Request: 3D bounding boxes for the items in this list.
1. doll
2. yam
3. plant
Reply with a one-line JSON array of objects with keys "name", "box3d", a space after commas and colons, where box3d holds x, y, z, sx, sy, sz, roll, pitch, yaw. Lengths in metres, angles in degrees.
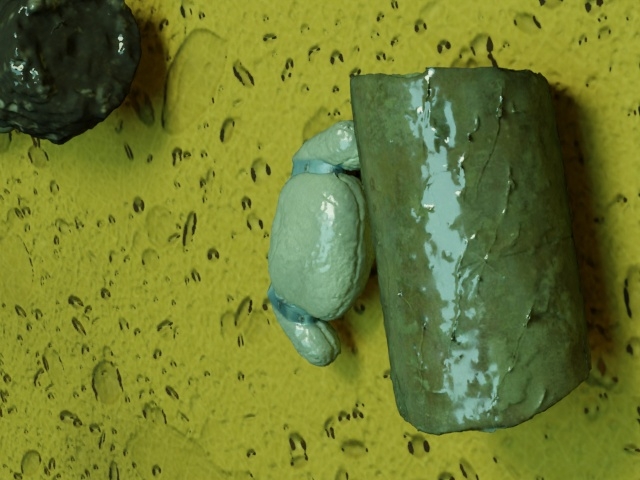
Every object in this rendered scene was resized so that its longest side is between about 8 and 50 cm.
[{"name": "doll", "box3d": [0.000, 0.000, 1.486, 0.103, 0.071, 0.214, 19, 109, 37]}, {"name": "yam", "box3d": [0.113, -0.003, 1.326, 0.161, 0.161, 0.268, -5, 98, 43]}, {"name": "plant", "box3d": [-0.284, -0.163, 1.650, 0.274, 0.149, 0.146, 2, 58, 56]}]
